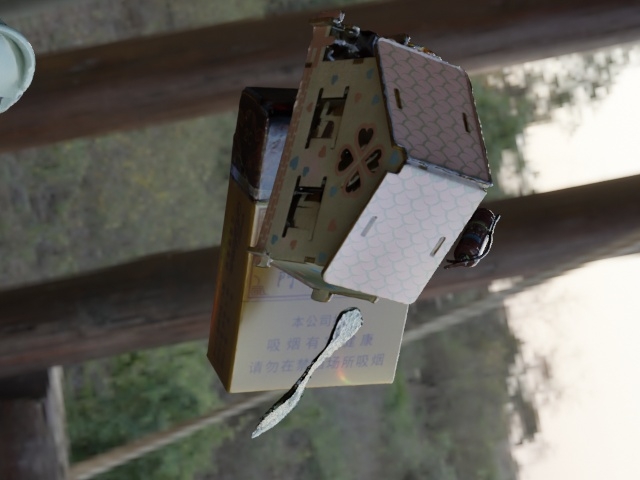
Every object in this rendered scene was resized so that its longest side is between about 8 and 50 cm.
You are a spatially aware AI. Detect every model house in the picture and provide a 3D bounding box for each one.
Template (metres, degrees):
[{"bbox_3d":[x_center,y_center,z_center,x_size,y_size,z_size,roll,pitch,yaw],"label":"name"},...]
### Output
[{"bbox_3d":[0.075,-0.087,1.491,0.244,0.169,0.326,5,-102,58],"label":"model house"}]

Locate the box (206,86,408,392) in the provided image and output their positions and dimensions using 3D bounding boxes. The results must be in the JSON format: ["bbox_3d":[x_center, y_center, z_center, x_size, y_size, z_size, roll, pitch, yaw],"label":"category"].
[{"bbox_3d":[0.000,-0.001,1.857,0.116,0.264,0.415,-128,-136,-56],"label":"box"}]

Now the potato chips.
[{"bbox_3d":[-0.019,0.168,1.685,0.026,0.209,0.142,39,29,8],"label":"potato chips"}]

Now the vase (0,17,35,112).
[{"bbox_3d":[-0.355,-0.263,1.168,0.360,0.165,0.165,60,-4,31],"label":"vase"}]

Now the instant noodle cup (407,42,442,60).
[{"bbox_3d":[0.098,-0.191,2.283,0.251,0.251,0.190,66,20,-64],"label":"instant noodle cup"}]

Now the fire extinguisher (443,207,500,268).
[{"bbox_3d":[0.211,0.003,1.873,0.132,0.056,0.039,-58,137,-54],"label":"fire extinguisher"}]
